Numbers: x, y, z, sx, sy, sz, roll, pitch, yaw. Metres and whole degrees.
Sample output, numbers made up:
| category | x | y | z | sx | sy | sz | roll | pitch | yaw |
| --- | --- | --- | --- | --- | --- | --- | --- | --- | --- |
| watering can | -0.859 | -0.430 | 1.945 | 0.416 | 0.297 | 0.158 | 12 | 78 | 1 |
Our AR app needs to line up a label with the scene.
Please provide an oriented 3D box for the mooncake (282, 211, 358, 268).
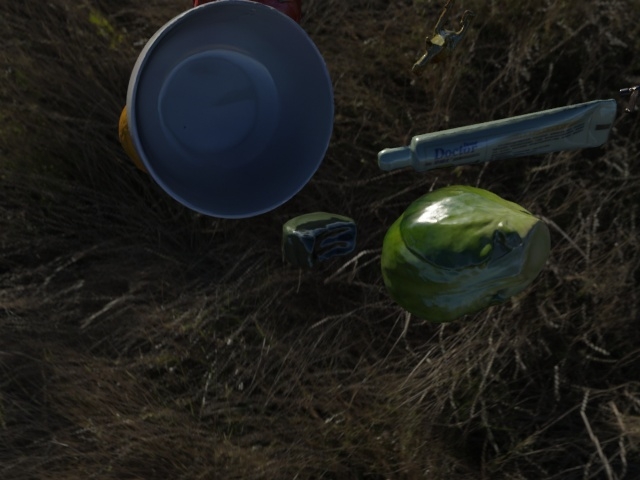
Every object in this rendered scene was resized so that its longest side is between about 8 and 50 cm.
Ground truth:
| category | x | y | z | sx | sy | sz | roll | pitch | yaw |
| --- | --- | --- | --- | --- | --- | --- | --- | --- | --- |
| mooncake | 0.000 | 0.000 | 1.577 | 0.175 | 0.168 | 0.104 | -7 | 106 | -4 |

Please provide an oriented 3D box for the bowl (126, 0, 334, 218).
| category | x | y | z | sx | sy | sz | roll | pitch | yaw |
| --- | --- | --- | --- | --- | --- | --- | --- | --- | --- |
| bowl | -0.136 | -0.186 | 0.966 | 0.287 | 0.144 | 0.286 | -8 | 109 | -24 |

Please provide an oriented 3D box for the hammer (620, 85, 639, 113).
| category | x | y | z | sx | sy | sz | roll | pitch | yaw |
| --- | --- | --- | --- | --- | --- | --- | --- | --- | --- |
| hammer | 0.752 | -0.337 | 1.659 | 0.065 | 0.021 | 0.178 | -5 | 27 | 33 |

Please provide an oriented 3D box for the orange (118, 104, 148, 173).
| category | x | y | z | sx | sy | sz | roll | pitch | yaw |
| --- | --- | --- | --- | --- | --- | --- | --- | --- | --- |
| orange | -0.313 | -0.213 | 1.355 | 0.177 | 0.177 | 0.155 | 49 | 27 | 14 |

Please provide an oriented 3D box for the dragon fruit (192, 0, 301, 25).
| category | x | y | z | sx | sy | sz | roll | pitch | yaw |
| --- | --- | --- | --- | --- | --- | --- | --- | --- | --- |
| dragon fruit | -0.162 | -0.525 | 1.556 | 0.252 | 0.241 | 0.241 | 4 | 64 | -36 |

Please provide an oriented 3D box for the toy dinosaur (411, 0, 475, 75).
| category | x | y | z | sx | sy | sz | roll | pitch | yaw |
| --- | --- | --- | --- | --- | --- | --- | --- | --- | --- |
| toy dinosaur | 0.178 | -0.278 | 0.994 | 0.039 | 0.162 | 0.126 | 30 | 95 | 17 |

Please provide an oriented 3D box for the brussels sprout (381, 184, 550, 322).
| category | x | y | z | sx | sy | sz | roll | pitch | yaw |
| --- | --- | --- | --- | --- | --- | --- | --- | --- | --- |
| brussels sprout | 0.237 | 0.018 | 1.121 | 0.219 | 0.271 | 0.210 | -33 | 113 | -46 |

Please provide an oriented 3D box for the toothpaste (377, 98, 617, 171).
| category | x | y | z | sx | sy | sz | roll | pitch | yaw |
| --- | --- | --- | --- | --- | --- | --- | --- | --- | --- |
| toothpaste | 0.188 | -0.106 | 0.736 | 0.256 | 0.067 | 0.037 | -10 | 51 | 1 |
